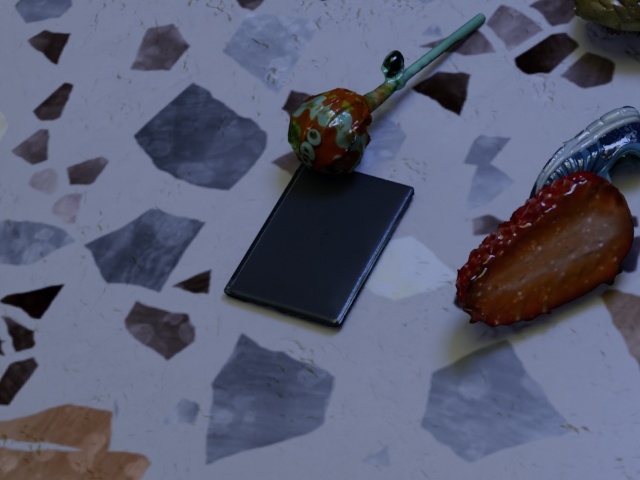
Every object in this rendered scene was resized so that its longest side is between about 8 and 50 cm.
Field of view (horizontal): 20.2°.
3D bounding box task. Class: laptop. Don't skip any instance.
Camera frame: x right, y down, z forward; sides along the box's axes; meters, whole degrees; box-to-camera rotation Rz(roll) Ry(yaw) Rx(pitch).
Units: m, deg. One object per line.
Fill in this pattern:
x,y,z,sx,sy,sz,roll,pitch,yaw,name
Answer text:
0.000,0.000,1.757,0.129,0.016,0.180,17,58,23,laptop

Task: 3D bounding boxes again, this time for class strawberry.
0.198,0.003,1.650,0.188,0.121,0.082,-26,33,-10,strawberry

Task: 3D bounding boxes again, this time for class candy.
0.080,-0.161,1.834,0.084,0.078,0.287,29,52,33,candy

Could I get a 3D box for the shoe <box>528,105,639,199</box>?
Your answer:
0.262,-0.068,1.733,0.143,0.064,0.071,-35,72,-9,shoe

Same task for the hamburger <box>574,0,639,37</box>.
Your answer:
0.351,-0.299,1.839,0.183,0.130,0.206,-6,45,22,hamburger
